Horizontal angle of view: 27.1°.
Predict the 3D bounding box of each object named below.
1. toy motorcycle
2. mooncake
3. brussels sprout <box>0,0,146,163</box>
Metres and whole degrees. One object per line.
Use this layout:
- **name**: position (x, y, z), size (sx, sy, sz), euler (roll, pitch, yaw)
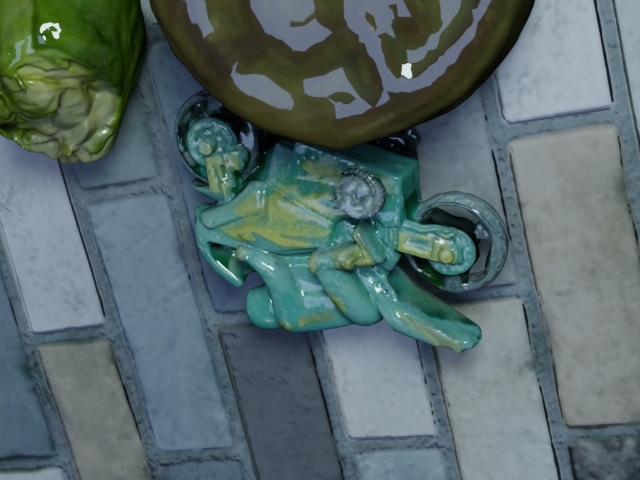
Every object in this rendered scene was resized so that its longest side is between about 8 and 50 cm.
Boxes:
- **toy motorcycle**: position (0.002, 0.001, 1.089), size (0.296, 0.109, 0.198), euler (19, 116, 15)
- **mooncake**: position (0.015, -0.210, 0.967), size (0.284, 0.155, 0.284), euler (4, 102, 16)
- **brussels sprout**: position (-0.210, -0.156, 1.095), size (0.131, 0.145, 0.183), euler (-1, 154, -4)
